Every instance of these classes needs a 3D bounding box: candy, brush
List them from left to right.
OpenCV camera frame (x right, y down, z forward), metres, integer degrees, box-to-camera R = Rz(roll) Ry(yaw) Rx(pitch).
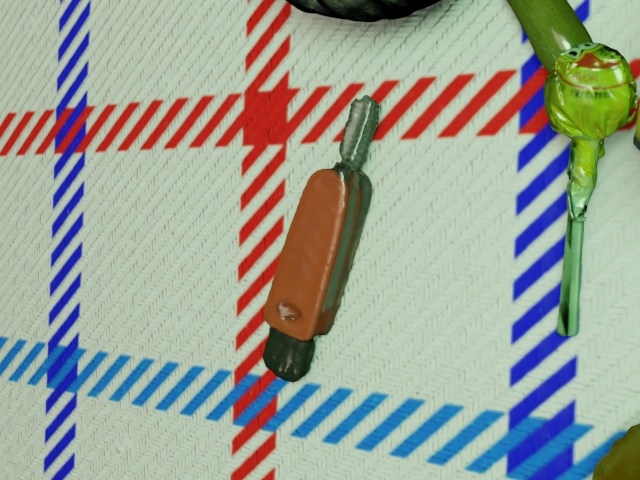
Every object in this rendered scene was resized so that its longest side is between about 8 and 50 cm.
[{"bbox_3d":[0.000,0.000,0.826,0.070,0.051,0.323,22,100,32],"label":"brush"},{"bbox_3d":[0.227,-0.039,0.672,0.073,0.077,0.262,0,106,3],"label":"candy"}]

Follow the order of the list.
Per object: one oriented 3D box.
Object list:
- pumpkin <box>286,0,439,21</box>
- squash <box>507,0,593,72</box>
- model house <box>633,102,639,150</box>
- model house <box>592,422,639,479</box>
[{"bbox_3d":[0.027,-0.348,0.689,0.296,0.296,0.295,-1,89,31],"label":"pumpkin"},{"bbox_3d":[0.201,-0.224,0.711,0.052,0.052,0.183,-30,72,27],"label":"squash"},{"bbox_3d":[0.331,-0.144,0.494,0.216,0.303,0.237,18,98,24],"label":"model house"},{"bbox_3d":[0.321,0.215,0.551,0.268,0.173,0.239,26,80,36],"label":"model house"}]
